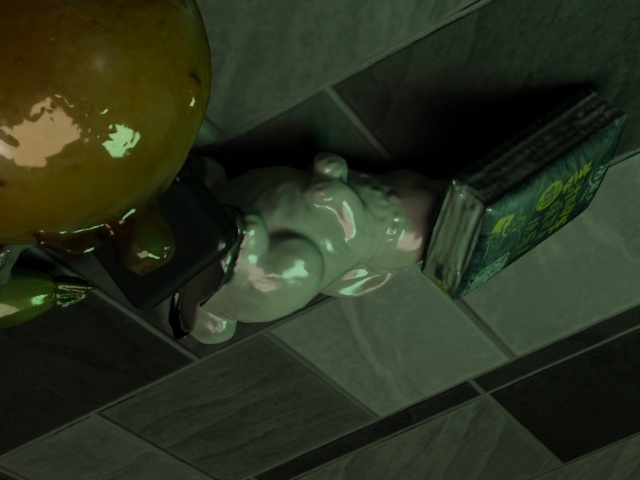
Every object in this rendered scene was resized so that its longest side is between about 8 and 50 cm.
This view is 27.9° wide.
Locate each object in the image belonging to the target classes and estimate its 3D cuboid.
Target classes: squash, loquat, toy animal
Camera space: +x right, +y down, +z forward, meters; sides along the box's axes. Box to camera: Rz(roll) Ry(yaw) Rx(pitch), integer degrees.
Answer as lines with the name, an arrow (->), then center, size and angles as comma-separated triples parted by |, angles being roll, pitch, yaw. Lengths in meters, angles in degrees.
squash -> -0.450, 0.078, 1.600 | 0.341, 0.094, 0.094 | -10, 144, -2
loquat -> -0.243, -0.126, 1.163 | 0.328, 0.359, 0.328 | -34, -179, 1
toy animal -> 0.000, 0.000, 1.582 | 0.357, 0.194, 0.257 | 0, 133, -32

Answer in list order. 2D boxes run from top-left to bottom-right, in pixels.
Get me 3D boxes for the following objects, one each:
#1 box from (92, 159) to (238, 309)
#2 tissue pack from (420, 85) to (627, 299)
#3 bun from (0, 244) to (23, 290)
box -> -0.210, -0.049, 1.416 | 0.160, 0.230, 0.050 | -37, 180, 28
tissue pack -> 0.248, -0.055, 1.565 | 0.257, 0.081, 0.185 | -33, 155, -30
bun -> -0.455, -0.029, 1.346 | 0.282, 0.204, 0.281 | -5, 151, -3
